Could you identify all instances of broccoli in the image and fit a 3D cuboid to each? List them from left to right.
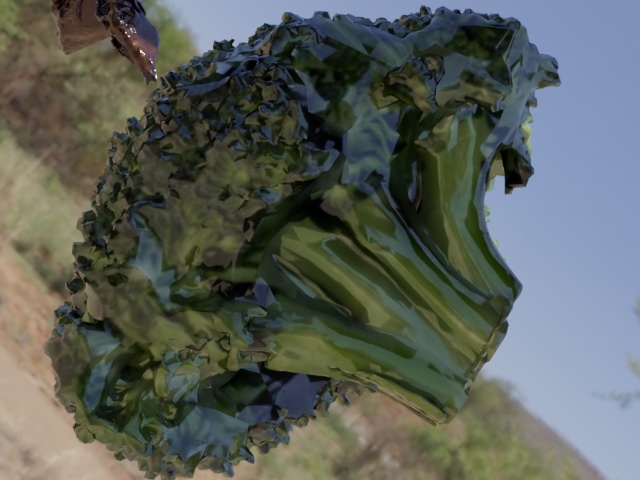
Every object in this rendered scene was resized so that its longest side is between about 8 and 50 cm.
[{"bbox_3d":[-0.003,-0.001,0.522,0.176,0.226,0.198,12,-49,5],"label":"broccoli"}]

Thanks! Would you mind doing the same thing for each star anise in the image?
[{"bbox_3d":[-0.180,-0.209,0.936,0.140,0.158,0.144,11,-6,44],"label":"star anise"}]
